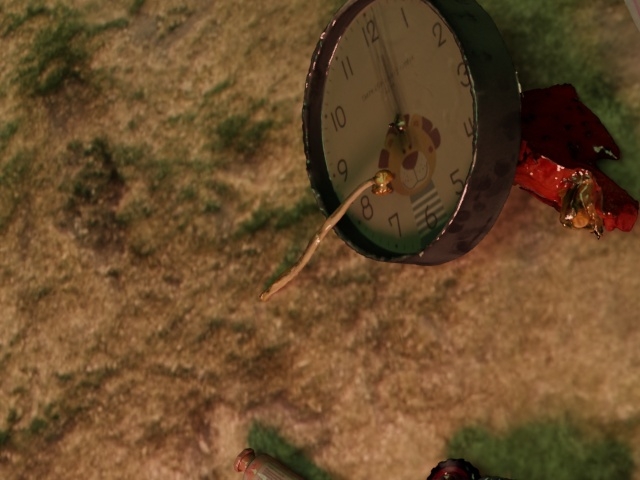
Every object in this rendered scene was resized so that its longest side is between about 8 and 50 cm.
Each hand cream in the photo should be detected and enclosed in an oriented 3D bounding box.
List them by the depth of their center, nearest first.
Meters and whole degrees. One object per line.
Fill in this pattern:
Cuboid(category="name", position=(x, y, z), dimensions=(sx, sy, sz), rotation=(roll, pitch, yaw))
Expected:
Cuboid(category="hand cream", position=(-0.011, 0.300, 1.682), dimensions=(0.209, 0.043, 0.067), rotation=(34, 95, 27))

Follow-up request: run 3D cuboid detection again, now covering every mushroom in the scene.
Cuboid(category="mushroom", position=(0.002, -0.004, 1.675), dimensions=(0.026, 0.028, 0.286), rotation=(38, 138, -8))

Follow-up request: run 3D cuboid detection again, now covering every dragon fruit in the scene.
Cuboid(category="dragon fruit", position=(0.259, -0.072, 1.583), dimensions=(0.192, 0.122, 0.092), rotation=(44, 144, 26))

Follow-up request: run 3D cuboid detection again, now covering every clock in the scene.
Cuboid(category="clock", position=(0.089, -0.125, 1.613), dimensions=(0.312, 0.061, 0.313), rotation=(8, 99, 53))

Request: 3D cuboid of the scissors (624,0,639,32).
Cuboid(category="scissors", position=(0.324, -0.303, 1.593), dimensions=(0.125, 0.030, 0.256), rotation=(-25, 67, 27))

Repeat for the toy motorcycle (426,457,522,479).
Cuboid(category="toy motorcycle", position=(0.198, 0.295, 1.534), dimensions=(0.215, 0.080, 0.123), rotation=(6, 82, 37))
